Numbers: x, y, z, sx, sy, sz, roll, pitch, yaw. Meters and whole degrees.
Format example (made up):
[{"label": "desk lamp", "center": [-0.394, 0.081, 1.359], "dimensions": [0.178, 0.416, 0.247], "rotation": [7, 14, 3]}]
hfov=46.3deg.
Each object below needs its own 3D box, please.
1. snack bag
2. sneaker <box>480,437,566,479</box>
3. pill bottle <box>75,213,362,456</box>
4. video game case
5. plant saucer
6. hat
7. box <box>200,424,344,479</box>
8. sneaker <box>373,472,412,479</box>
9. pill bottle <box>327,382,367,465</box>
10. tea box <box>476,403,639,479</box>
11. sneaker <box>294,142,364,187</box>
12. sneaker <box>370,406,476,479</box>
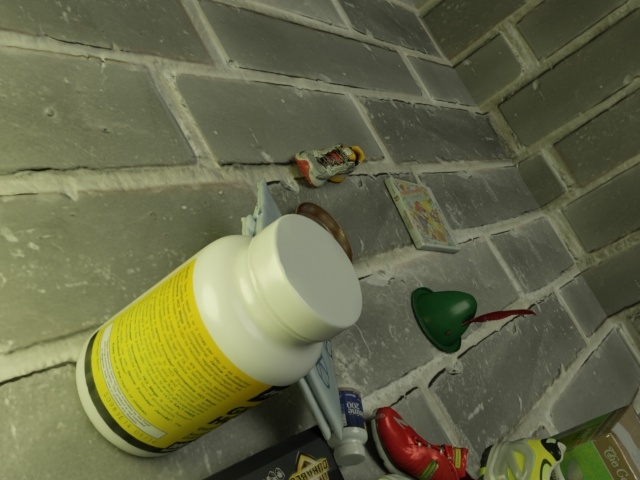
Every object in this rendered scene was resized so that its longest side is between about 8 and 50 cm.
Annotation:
[{"label": "snack bag", "center": [-0.045, 0.089, 1.170], "dimensions": [0.342, 0.037, 0.323], "rotation": [-98, 166, -61]}, {"label": "sneaker", "center": [0.407, 0.522, 1.266], "dimensions": [0.145, 0.147, 0.384], "rotation": [-9, 73, -60]}, {"label": "pill bottle", "center": [-0.120, 0.113, 0.887], "dimensions": [0.188, 0.334, 0.187], "rotation": [37, 34, -30]}, {"label": "video game case", "center": [0.275, -0.065, 1.994], "dimensions": [0.227, 0.026, 0.206], "rotation": [6, 55, -54]}, {"label": "plant saucer", "center": [0.000, 0.000, 1.506], "dimensions": [0.168, 0.029, 0.168], "rotation": [37, 33, -29]}, {"label": "hat", "center": [0.341, 0.142, 1.713], "dimensions": [0.208, 0.184, 0.173], "rotation": [3, 58, -56]}, {"label": "box", "center": [-0.038, 0.420, 0.970], "dimensions": [0.296, 0.073, 0.293], "rotation": [-4, 62, -57]}, {"label": "sneaker", "center": [0.141, 0.497, 1.089], "dimensions": [0.146, 0.122, 0.330], "rotation": [43, 18, -48]}, {"label": "pill bottle", "center": [0.040, 0.299, 1.214], "dimensions": [0.067, 0.067, 0.120], "rotation": [30, 37, -38]}, {"label": "tea box", "center": [0.512, 0.539, 1.414], "dimensions": [0.220, 0.324, 0.329], "rotation": [-6, 64, -58]}, {"label": "sneaker", "center": [0.021, -0.180, 1.659], "dimensions": [0.088, 0.093, 0.225], "rotation": [59, 29, 6]}, {"label": "sneaker", "center": [0.199, 0.381, 1.316], "dimensions": [0.279, 0.118, 0.107], "rotation": [47, 29, -15]}]
